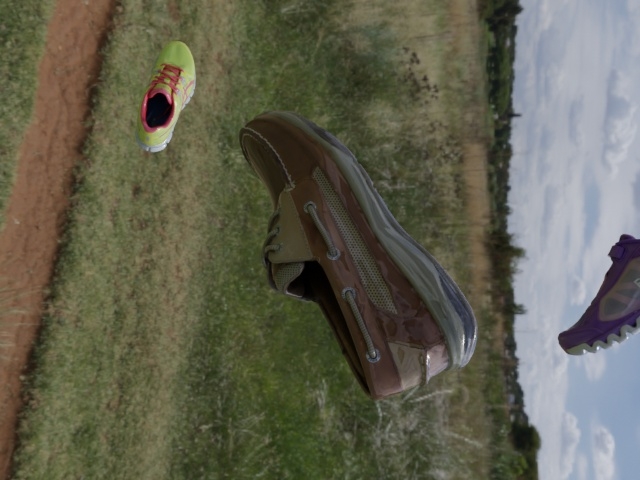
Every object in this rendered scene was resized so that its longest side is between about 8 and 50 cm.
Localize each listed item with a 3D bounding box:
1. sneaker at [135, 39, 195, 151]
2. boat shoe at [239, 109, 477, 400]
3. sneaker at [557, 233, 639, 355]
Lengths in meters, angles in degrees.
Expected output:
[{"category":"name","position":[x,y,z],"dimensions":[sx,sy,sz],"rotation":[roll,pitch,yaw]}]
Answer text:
[{"category":"sneaker","position":[-0.270,-0.263,0.954],"dimensions":[0.094,0.082,0.208],"rotation":[158,-56,-75]},{"category":"boat shoe","position":[0.000,0.000,0.502],"dimensions":[0.324,0.116,0.123],"rotation":[51,-18,29]},{"category":"sneaker","position":[0.385,0.050,0.664],"dimensions":[0.104,0.236,0.095],"rotation":[54,22,18]}]
